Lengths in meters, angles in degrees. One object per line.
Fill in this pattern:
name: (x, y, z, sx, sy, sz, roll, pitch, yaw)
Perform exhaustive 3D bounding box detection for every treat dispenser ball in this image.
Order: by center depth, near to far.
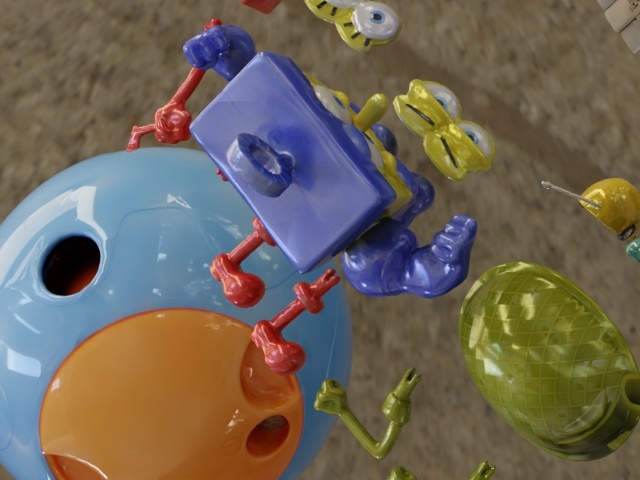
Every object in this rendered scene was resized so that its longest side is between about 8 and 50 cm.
treat dispenser ball: (-0.119, 0.075, 1.465, 0.288, 0.288, 0.288, 0, 105, 1)

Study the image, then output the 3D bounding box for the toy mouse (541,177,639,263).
toy mouse: (0.224, 0.012, 1.221, 0.143, 0.161, 0.031, 45, 103, 30)

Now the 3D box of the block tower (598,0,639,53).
block tower: (0.168, -0.279, 1.266, 0.097, 0.091, 0.335, -30, 85, -19)

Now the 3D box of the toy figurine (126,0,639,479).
toy figurine: (0.000, 0.000, 1.107, 0.191, 0.217, 0.362, -39, 75, 14)
